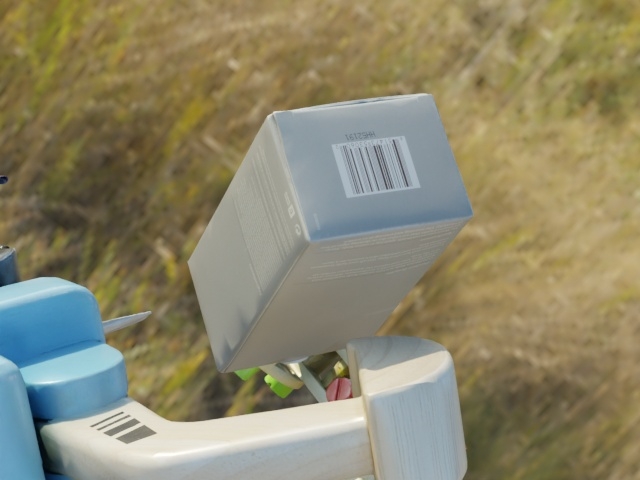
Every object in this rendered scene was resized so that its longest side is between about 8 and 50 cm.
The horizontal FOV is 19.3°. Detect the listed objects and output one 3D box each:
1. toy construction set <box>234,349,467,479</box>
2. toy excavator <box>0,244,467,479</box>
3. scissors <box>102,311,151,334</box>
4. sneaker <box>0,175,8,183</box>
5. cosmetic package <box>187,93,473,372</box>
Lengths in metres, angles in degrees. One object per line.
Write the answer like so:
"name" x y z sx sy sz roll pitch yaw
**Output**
"toy construction set" 0.018 0.157 1.779 0.215 0.151 0.328 42 19 -47
"toy excavator" -0.178 0.141 1.270 0.432 0.222 0.445 -15 15 -26
"scissors" -0.344 0.123 2.195 0.109 0.297 0.021 61 -13 -14
"sneaker" -0.312 0.050 1.578 0.098 0.224 0.083 2 18 -14
"cosmetic package" 0.000 0.000 1.316 0.127 0.238 0.107 -9 71 -24
